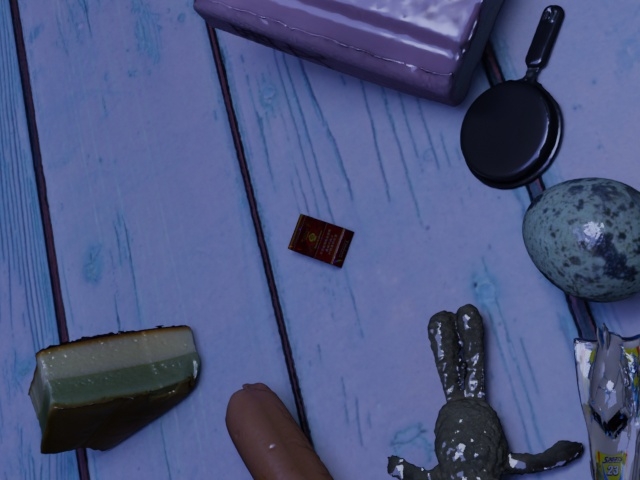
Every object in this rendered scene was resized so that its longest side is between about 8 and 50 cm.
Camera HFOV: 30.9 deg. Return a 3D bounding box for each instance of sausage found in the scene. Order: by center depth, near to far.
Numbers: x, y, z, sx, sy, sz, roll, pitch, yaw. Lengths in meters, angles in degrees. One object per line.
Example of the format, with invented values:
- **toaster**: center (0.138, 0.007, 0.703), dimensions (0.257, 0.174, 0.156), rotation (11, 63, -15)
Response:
- **sausage**: center (-0.032, 0.296, 1.428), dimensions (0.086, 0.086, 0.289), rotation (-48, 55, 15)

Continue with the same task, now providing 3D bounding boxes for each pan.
- **pan**: center (0.242, -0.177, 1.397), dimensions (0.136, 0.028, 0.235), rotation (17, 87, 38)

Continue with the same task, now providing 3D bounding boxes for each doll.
- **doll**: center (0.160, 0.226, 1.305), dimensions (0.202, 0.091, 0.286), rotation (-29, 68, -11)

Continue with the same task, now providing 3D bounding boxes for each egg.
- **egg**: center (0.290, -0.003, 1.247), dimensions (0.172, 0.132, 0.132), rotation (23, 91, 50)

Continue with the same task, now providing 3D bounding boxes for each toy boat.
- **toy boat**: center (0.312, 0.193, 1.214), dimensions (0.084, 0.066, 0.210), rotation (-8, 73, 36)

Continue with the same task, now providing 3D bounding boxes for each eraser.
- **eraser**: center (0.054, -0.349, 1.455), dimensions (0.359, 0.122, 0.272), rotation (21, 88, 15)

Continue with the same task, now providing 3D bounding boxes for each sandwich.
- **sandwich**: center (-0.291, 0.213, 1.634), dimensions (0.186, 0.220, 0.108), rotation (118, 137, -54)

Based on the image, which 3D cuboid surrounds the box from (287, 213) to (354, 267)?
- **box**: center (0.000, 0.000, 1.528), dimensions (0.082, 0.023, 0.051), rotation (19, 87, 38)
